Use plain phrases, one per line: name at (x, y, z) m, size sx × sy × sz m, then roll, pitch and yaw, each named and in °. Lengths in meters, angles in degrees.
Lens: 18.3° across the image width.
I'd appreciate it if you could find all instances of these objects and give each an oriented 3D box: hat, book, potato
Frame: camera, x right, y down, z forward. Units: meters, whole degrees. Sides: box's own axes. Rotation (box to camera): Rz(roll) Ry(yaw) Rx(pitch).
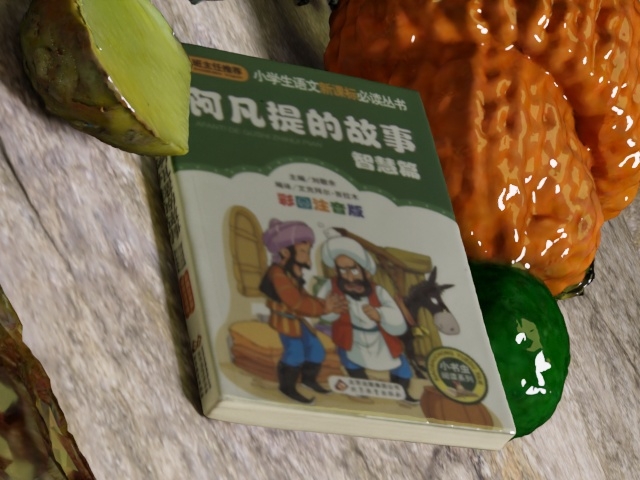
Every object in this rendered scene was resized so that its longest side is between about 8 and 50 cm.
hat at (0.099, -0.046, 1.532) m, size 0.285 × 0.285 × 0.400 m, roll 54°, pitch 45°, yaw -38°
book at (0.000, 0.000, 1.194) m, size 0.202 × 0.027 × 0.264 m, roll 9°, pitch 50°, yaw -29°
potato at (-0.117, -0.094, 1.092) m, size 0.119 × 0.054 × 0.198 m, roll 59°, pitch 11°, yaw -9°

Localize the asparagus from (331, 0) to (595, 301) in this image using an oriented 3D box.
asparagus at (0.124, -0.103, 1.824) m, size 0.382 × 0.108 × 0.128 m, roll 59°, pitch 18°, yaw -19°

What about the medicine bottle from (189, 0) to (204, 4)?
medicine bottle at (-0.069, -0.317, 1.221) m, size 0.290 × 0.245 × 0.245 m, roll 59°, pitch 17°, yaw -20°

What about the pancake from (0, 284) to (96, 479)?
pancake at (-0.139, 0.166, 0.646) m, size 0.305 × 0.067 × 0.427 m, roll 0°, pitch 68°, yaw -65°

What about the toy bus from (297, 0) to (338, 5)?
toy bus at (0.003, -0.270, 1.610) m, size 0.106 × 0.131 × 0.297 m, roll 67°, pitch 14°, yaw 7°
